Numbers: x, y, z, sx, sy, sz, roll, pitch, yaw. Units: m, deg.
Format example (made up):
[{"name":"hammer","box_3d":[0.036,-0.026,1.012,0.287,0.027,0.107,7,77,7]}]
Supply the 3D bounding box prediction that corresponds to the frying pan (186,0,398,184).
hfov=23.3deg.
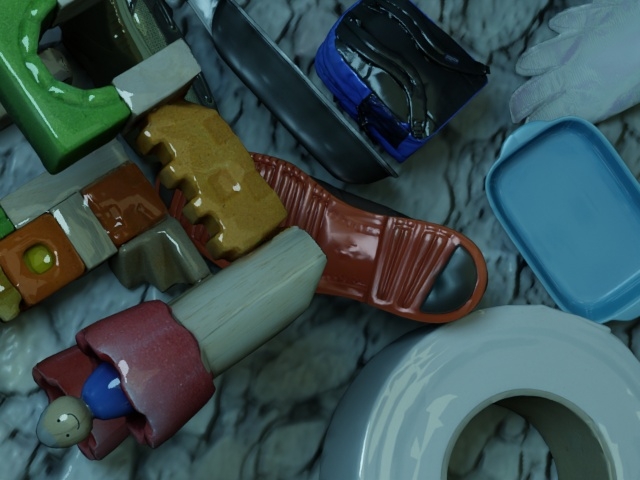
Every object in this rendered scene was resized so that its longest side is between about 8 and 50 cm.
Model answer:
[{"name":"frying pan","box_3d":[-0.058,-0.154,1.162,0.053,0.197,0.326,-44,114,3]}]

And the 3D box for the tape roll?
[{"name":"tape roll","box_3d":[0.146,0.193,1.230,0.286,0.100,0.286,3,79,-17]}]

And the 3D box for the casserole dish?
[{"name":"casserole dish","box_3d":[0.217,-0.017,1.307,0.114,0.037,0.188,-35,94,3]}]

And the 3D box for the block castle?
[{"name":"block castle","box_3d":[-0.222,-0.069,1.043,0.213,0.303,0.453,-34,91,-20]}]

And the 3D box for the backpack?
[{"name":"backpack","box_3d":[0.053,-0.132,1.254,0.120,0.101,0.098,46,62,-2]}]

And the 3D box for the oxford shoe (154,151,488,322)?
[{"name":"oxford shoe","box_3d":[0.000,0.000,1.216,0.271,0.098,0.097,22,93,9]}]

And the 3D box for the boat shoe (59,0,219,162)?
[{"name":"boat shoe","box_3d":[-0.150,-0.164,1.210,0.073,0.080,0.224,-15,73,-48]}]

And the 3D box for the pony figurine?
[{"name":"pony figurine","box_3d":[0.287,-0.281,1.266,0.351,0.303,0.363,-16,58,7]}]
